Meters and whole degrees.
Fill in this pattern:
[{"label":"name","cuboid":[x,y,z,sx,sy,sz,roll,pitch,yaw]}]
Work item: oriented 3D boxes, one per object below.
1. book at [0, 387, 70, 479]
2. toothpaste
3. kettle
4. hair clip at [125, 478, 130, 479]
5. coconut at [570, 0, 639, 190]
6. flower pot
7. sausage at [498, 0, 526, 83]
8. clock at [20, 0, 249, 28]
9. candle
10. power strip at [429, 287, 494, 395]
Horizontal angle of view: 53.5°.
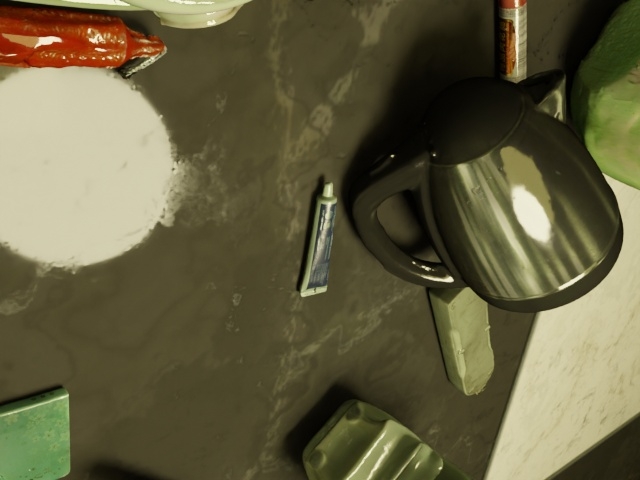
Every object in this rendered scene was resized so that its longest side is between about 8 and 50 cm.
[{"label":"book","cuboid":[-0.289,0.191,0.555,0.135,0.017,0.103,-11,120,-38]},{"label":"toothpaste","cuboid":[0.000,0.000,0.697,0.037,0.021,0.140,-9,122,-30]},{"label":"kettle","cuboid":[0.188,-0.069,0.730,0.271,0.250,0.207,48,50,-40]},{"label":"hair clip","cuboid":[-0.143,0.352,0.737,0.101,0.085,0.331,-49,143,-4]},{"label":"coconut","cuboid":[0.506,-0.188,0.816,0.328,0.328,0.281,-37,132,-19]},{"label":"flower pot","cuboid":[0.150,0.365,0.798,0.164,0.367,0.254,-49,138,-13]},{"label":"sausage","cuboid":[0.228,-0.228,0.755,0.034,0.034,0.253,-33,132,-23]},{"label":"clock","cuboid":[-0.097,-0.263,0.378,0.324,0.108,0.265,-2,117,-39]},{"label":"candle","cuboid":[-0.178,-0.133,0.435,0.162,0.053,0.048,-9,126,-41]},{"label":"power strip","cuboid":[0.221,0.143,0.963,0.080,0.048,0.286,-36,134,-17]}]
